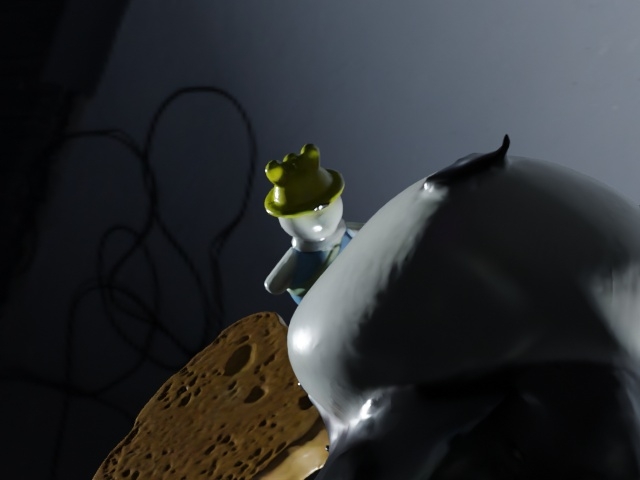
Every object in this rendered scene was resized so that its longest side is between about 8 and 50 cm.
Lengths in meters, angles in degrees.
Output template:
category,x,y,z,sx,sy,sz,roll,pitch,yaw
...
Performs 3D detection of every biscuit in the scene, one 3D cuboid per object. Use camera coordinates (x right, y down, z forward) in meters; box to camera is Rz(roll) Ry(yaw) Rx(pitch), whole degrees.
category,x,y,z,sx,sy,sz,roll,pitch,yaw
biscuit,-0.089,0.203,1.513,0.312,0.351,0.057,-11,121,35

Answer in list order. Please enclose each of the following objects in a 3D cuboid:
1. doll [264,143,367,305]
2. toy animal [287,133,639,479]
category,x,y,z,sx,sy,sz,roll,pitch,yaw
doll,0.000,-0.001,1.533,0.135,0.099,0.241,-6,127,17
toy animal,0.109,0.103,0.779,0.250,0.251,0.310,-4,71,38
